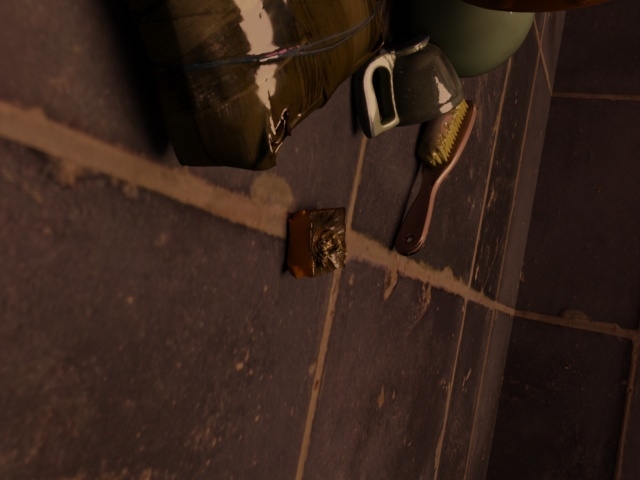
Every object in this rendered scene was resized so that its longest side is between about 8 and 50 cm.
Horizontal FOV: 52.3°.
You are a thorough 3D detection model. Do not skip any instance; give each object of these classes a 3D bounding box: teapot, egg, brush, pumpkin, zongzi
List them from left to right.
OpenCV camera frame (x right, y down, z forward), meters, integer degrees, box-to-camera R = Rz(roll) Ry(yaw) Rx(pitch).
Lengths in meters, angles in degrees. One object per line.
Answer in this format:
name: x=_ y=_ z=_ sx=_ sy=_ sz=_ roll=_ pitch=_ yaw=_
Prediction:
zongzi: x=-0.048 y=-0.223 z=0.474 sx=0.251 sy=0.125 sz=0.274 roll=-53 pitch=138 yaw=-43
pumpkin: x=0.000 y=0.000 z=0.722 sx=0.083 sy=0.054 sz=0.074 roll=-14 pitch=106 yaw=-58
teapot: x=0.104 y=-0.206 z=0.848 sx=0.111 sy=0.149 sz=0.108 roll=-118 pitch=-173 yaw=-67
brush: x=0.173 y=-0.118 z=1.050 sx=0.067 sy=0.072 sz=0.312 roll=40 pitch=63 yaw=-35
egg: x=0.204 y=-0.312 z=0.896 sx=0.231 sy=0.168 sz=0.168 roll=75 pitch=26 yaw=-85

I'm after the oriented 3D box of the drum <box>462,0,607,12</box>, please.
drum: x=0.259 y=-0.469 z=0.687 sx=0.214 sy=0.431 sz=0.431 roll=47 pitch=56 yaw=-57
